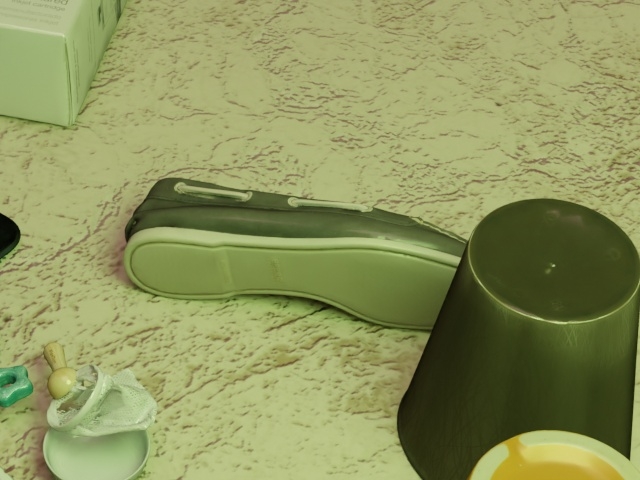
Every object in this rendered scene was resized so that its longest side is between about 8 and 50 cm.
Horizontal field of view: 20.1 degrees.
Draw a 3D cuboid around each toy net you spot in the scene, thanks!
[{"bbox_3d":[-0.239,0.109,1.421,0.232,0.045,0.122,15,42,27],"label":"toy net"}]

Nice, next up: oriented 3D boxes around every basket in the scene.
[{"bbox_3d":[0.160,0.091,1.374,0.204,0.227,0.154,32,51,26],"label":"basket"}]

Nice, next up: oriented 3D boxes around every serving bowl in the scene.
[{"bbox_3d":[-0.174,0.168,1.409,0.083,0.027,0.083,2,46,-2],"label":"serving bowl"}]

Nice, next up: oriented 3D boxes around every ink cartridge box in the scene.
[{"bbox_3d":[-0.303,-0.257,1.757,0.207,0.117,0.283,10,45,5],"label":"ink cartridge box"}]

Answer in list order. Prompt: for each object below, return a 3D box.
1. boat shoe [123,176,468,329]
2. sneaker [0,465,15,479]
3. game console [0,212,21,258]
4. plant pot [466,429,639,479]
[{"bbox_3d":[0.000,0.000,1.533,0.335,0.112,0.095,6,50,6],"label":"boat shoe"},{"bbox_3d":[-0.239,0.217,1.337,0.061,0.053,0.152,-32,56,-27],"label":"sneaker"},{"bbox_3d":[-0.441,-0.048,1.509,0.293,0.250,0.173,27,76,21],"label":"game console"},{"bbox_3d":[0.153,0.238,1.253,0.205,0.188,0.205,2,45,-2],"label":"plant pot"}]
